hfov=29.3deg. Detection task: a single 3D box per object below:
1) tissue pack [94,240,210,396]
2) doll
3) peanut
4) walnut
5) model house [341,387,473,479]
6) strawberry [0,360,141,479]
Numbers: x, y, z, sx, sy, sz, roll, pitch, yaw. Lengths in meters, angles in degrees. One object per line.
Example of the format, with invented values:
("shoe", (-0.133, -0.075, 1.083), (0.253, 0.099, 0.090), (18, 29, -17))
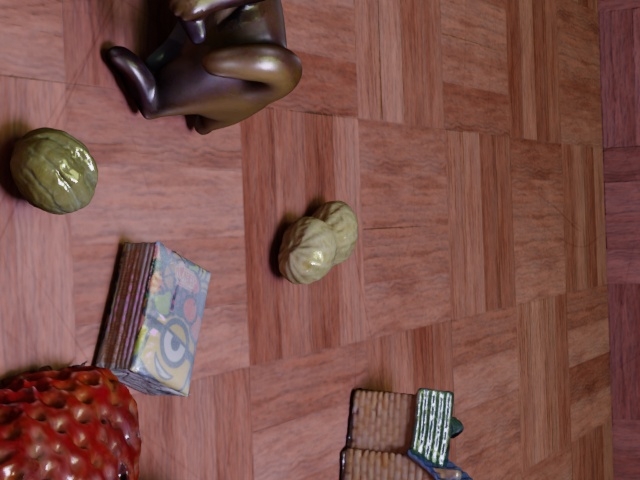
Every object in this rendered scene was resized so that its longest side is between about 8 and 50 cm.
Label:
("tissue pack", (-0.178, 0.086, 1.330), (0.108, 0.060, 0.148), (40, 55, -56))
("doll", (-0.128, -0.290, 1.336), (0.318, 0.209, 0.340), (-151, -120, -86))
("peanut", (0.000, 0.000, 1.648), (0.187, 0.082, 0.082), (-35, 119, -57))
("walnut", (-0.256, -0.067, 1.177), (0.092, 0.092, 0.092), (6, 84, -61))
("model house", (0.140, 0.309, 1.788), (0.166, 0.172, 0.183), (17, 73, -59))
("strawberry", (-0.241, 0.252, 1.120), (0.280, 0.150, 0.253), (-14, 102, -59))
